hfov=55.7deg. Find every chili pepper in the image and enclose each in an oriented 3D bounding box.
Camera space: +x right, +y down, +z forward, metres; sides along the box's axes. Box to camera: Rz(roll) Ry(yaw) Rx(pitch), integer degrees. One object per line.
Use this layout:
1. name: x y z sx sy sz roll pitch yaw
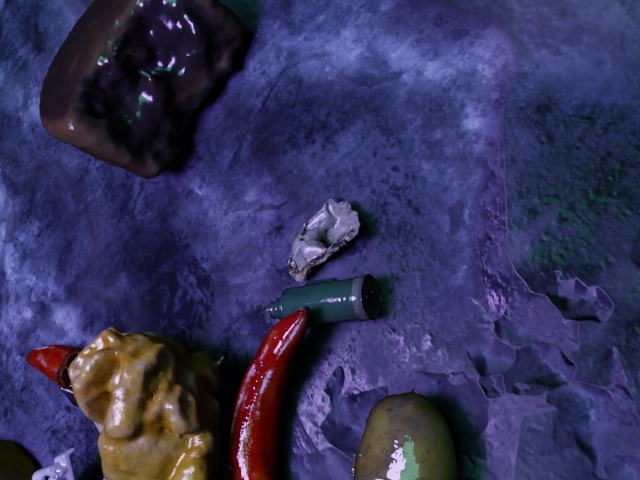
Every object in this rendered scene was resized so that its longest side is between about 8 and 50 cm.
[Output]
1. chili pepper: -0.090 0.280 0.960 0.137 0.092 0.368 1 85 62
2. chili pepper: -0.571 0.259 1.282 0.169 0.065 0.088 4 62 36

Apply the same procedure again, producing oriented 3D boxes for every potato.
1. potato: 0.116 0.331 0.839 0.150 0.113 0.251 -6 65 36

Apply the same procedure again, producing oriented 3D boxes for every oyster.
1. oyster: -0.002 -0.003 1.032 0.166 0.053 0.108 -34 56 18

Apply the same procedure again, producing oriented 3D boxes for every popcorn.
1. popcorn: -0.264 0.273 0.999 0.281 0.297 0.315 -37 99 -8

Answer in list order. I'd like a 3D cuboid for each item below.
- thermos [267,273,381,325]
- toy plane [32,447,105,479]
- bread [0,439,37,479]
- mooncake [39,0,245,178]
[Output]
1. thermos: -0.001 0.098 0.990 0.188 0.073 0.083 -11 73 27
2. toy plane: -0.423 0.508 1.087 0.267 0.123 0.266 1 92 22
3. bread: -0.712 0.603 1.223 0.367 0.129 0.381 7 81 28
4. mooncake: -0.344 -0.338 1.205 0.394 0.246 0.393 -28 56 21
